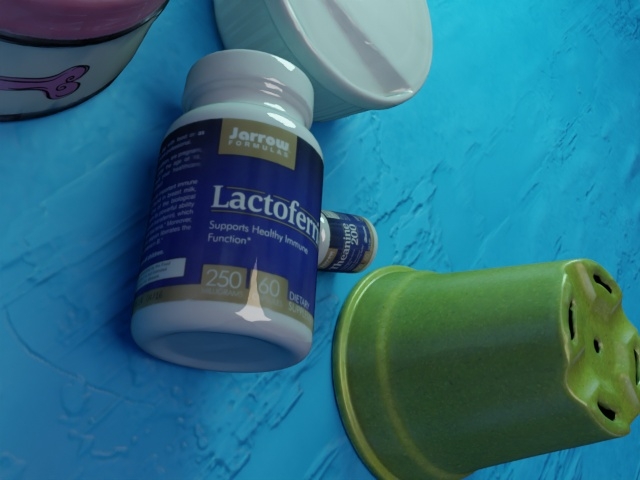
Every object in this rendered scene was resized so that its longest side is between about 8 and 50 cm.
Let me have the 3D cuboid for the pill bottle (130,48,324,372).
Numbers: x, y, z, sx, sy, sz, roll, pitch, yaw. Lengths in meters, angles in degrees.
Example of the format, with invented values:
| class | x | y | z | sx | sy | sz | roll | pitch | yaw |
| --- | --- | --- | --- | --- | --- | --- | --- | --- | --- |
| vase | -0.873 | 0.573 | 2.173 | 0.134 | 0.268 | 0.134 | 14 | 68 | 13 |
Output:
| class | x | y | z | sx | sy | sz | roll | pitch | yaw |
| --- | --- | --- | --- | --- | --- | --- | --- | --- | --- |
| pill bottle | -0.075 | -0.027 | 0.678 | 0.153 | 0.153 | 0.265 | 24 | 59 | -39 |

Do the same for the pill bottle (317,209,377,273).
| class | x | y | z | sx | sy | sz | roll | pitch | yaw |
| --- | --- | --- | --- | --- | --- | --- | --- | --- | --- |
| pill bottle | 0.000 | 0.000 | 0.811 | 0.120 | 0.067 | 0.067 | 6 | 71 | -45 |

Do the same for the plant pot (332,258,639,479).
| class | x | y | z | sx | sy | sz | roll | pitch | yaw |
| --- | --- | --- | --- | --- | --- | --- | --- | --- | --- |
| plant pot | 0.199 | 0.135 | 0.833 | 0.276 | 0.254 | 0.276 | 20 | 62 | -42 |

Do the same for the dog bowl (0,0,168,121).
| class | x | y | z | sx | sy | sz | roll | pitch | yaw |
| --- | --- | --- | --- | --- | --- | --- | --- | --- | --- |
| dog bowl | -0.266 | -0.308 | 0.581 | 0.408 | 0.150 | 0.408 | 18 | 64 | -42 |

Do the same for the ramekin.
| class | x | y | z | sx | sy | sz | roll | pitch | yaw |
| --- | --- | --- | --- | --- | --- | --- | --- | --- | --- |
| ramekin | -0.002 | -0.260 | 0.861 | 0.273 | 0.127 | 0.273 | 20 | 62 | -42 |
